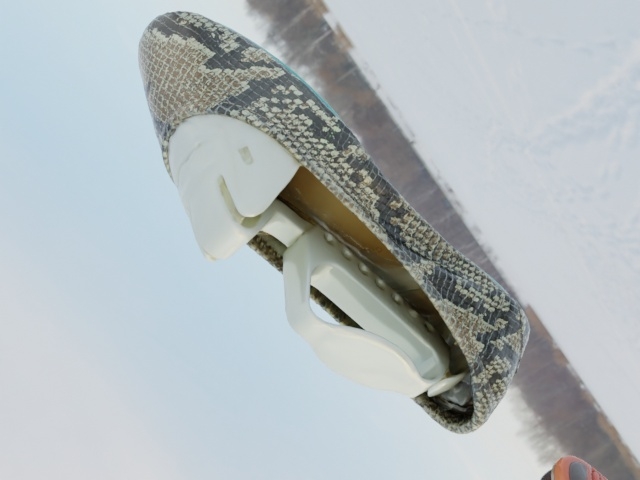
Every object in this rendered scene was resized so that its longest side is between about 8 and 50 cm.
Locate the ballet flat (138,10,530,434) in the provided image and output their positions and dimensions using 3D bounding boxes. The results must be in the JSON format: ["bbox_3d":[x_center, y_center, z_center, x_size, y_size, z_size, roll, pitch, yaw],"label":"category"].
[{"bbox_3d":[0.000,0.000,0.649,0.483,0.164,0.182,43,-135,-11],"label":"ballet flat"}]

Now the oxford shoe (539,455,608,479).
[{"bbox_3d":[0.212,0.281,0.529,0.271,0.098,0.097,61,-151,-8],"label":"oxford shoe"}]
